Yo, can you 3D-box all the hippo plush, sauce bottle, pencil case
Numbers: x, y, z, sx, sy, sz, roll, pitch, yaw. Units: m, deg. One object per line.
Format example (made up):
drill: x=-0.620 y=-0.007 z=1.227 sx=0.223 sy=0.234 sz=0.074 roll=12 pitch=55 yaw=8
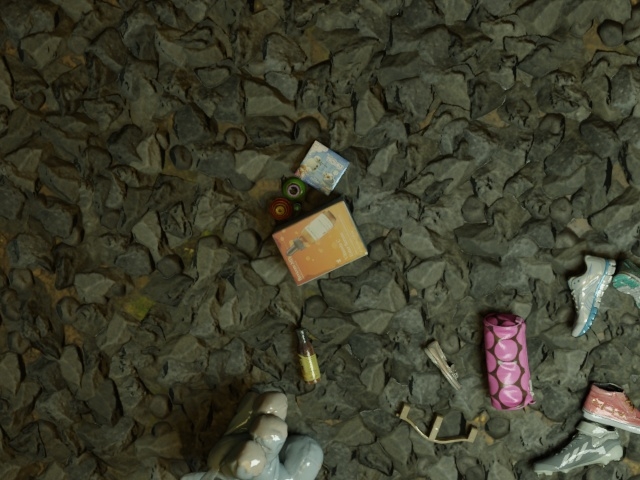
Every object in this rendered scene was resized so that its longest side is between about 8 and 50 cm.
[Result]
hippo plush: x=-0.110 y=0.502 z=1.807 sx=0.236 sy=0.234 sz=0.294 roll=40 pitch=80 yaw=-17
sauce bottle: x=-0.031 y=0.261 z=1.859 sx=0.042 sy=0.042 sz=0.128 roll=-13 pitch=97 yaw=4
pencil case: x=0.419 y=0.267 z=1.824 sx=0.098 sy=0.095 sz=0.210 roll=-3 pitch=103 yaw=33

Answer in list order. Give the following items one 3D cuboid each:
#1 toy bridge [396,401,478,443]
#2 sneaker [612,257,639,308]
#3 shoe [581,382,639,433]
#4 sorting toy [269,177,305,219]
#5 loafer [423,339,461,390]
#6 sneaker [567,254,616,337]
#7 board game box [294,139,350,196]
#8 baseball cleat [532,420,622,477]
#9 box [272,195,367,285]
toy bridge: x=0.263 y=0.429 z=1.889 sx=0.188 sy=0.026 sz=0.063 roll=18 pitch=102 yaw=-2
sneaker: x=0.706 y=0.096 z=1.798 sx=0.166 sy=0.076 sz=0.065 roll=37 pitch=141 yaw=-25
shoe: x=0.685 y=0.376 z=1.849 sx=0.177 sy=0.063 sz=0.081 roll=13 pitch=106 yaw=3
sorting toy: x=-0.068 y=-0.086 z=1.794 sx=0.061 sy=0.042 sz=0.102 roll=33 pitch=99 yaw=-4
loafer: x=0.283 y=0.281 z=1.854 sx=0.039 sy=0.045 sz=0.125 roll=-39 pitch=94 yaw=1
sneaker: x=0.577 y=0.119 z=1.810 sx=0.082 sy=0.071 sz=0.191 roll=20 pitch=94 yaw=6
board game box: x=0.003 y=-0.157 z=1.790 sx=0.090 sy=0.020 sz=0.090 roll=32 pitch=98 yaw=-4
baseball cleat: x=0.579 y=0.471 z=1.877 sx=0.205 sy=0.072 sz=0.110 roll=-12 pitch=84 yaw=2
box: x=0.000 y=0.000 z=1.784 sx=0.170 sy=0.091 sz=0.130 roll=-26 pitch=99 yaw=6
